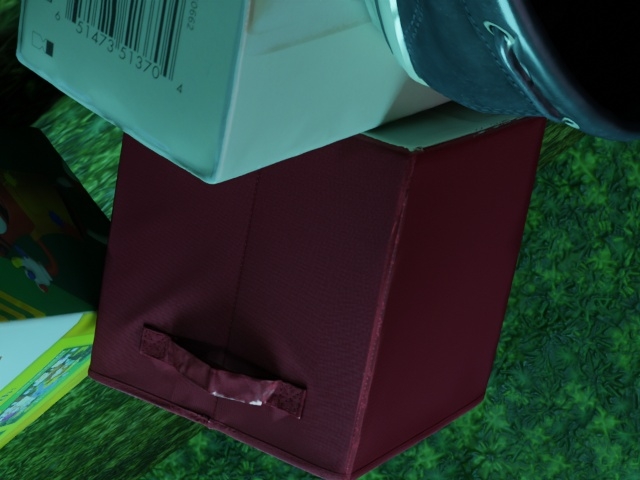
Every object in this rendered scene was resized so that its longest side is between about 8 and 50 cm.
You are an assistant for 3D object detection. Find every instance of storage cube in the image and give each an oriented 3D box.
[{"bbox_3d":[0.000,0.000,0.992,0.215,0.184,0.193,-21,126,-58],"label":"storage cube"}]

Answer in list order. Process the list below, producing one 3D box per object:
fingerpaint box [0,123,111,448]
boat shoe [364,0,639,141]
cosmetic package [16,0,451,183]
[{"bbox_3d":[-0.359,0.118,0.973,0.445,0.163,0.371,-40,169,15],"label":"fingerpaint box"},{"bbox_3d":[0.083,-0.217,0.626,0.187,0.156,0.500,-41,147,-18],"label":"boat shoe"},{"bbox_3d":[0.005,-0.149,0.885,0.296,0.153,0.129,-23,135,-46],"label":"cosmetic package"}]
